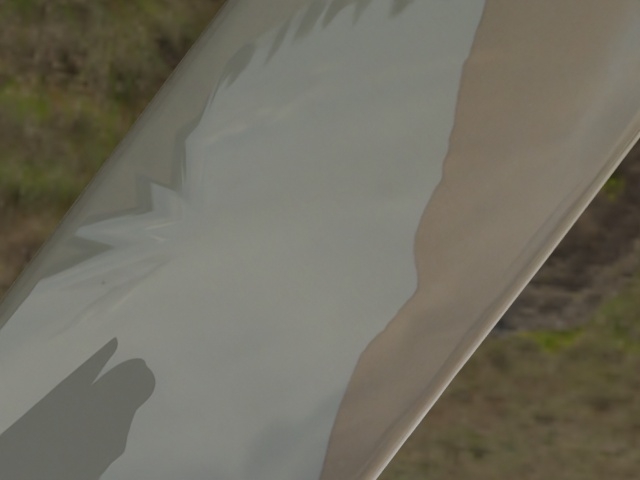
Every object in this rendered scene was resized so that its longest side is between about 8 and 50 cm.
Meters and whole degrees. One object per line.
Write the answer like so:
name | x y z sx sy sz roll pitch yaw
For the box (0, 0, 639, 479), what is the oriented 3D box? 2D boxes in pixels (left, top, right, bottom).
box | 0.000 0.000 0.505 0.121 0.311 0.148 37 -176 5
